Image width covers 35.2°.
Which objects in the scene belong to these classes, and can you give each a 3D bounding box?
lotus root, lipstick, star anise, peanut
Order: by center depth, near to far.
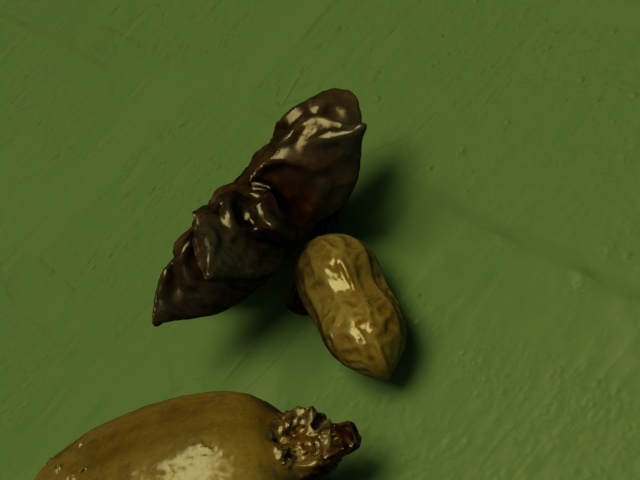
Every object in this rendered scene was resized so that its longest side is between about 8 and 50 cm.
[{"bbox_3d":[-0.123,0.223,0.905,0.342,0.151,0.169,-24,45,24],"label":"lotus root"},{"bbox_3d":[0.031,0.057,0.973,0.194,0.083,0.093,-123,44,-52],"label":"peanut"},{"bbox_3d":[-0.060,-0.031,1.034,0.315,0.108,0.315,-45,3,3],"label":"star anise"},{"bbox_3d":[-0.001,0.000,1.093,0.027,0.027,0.177,-6,52,34],"label":"lipstick"}]
